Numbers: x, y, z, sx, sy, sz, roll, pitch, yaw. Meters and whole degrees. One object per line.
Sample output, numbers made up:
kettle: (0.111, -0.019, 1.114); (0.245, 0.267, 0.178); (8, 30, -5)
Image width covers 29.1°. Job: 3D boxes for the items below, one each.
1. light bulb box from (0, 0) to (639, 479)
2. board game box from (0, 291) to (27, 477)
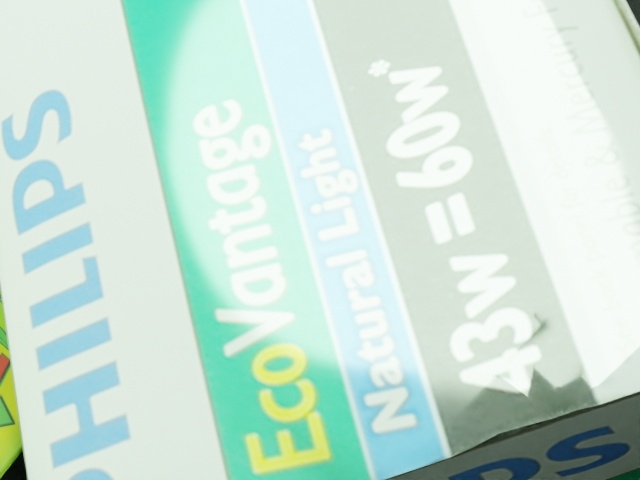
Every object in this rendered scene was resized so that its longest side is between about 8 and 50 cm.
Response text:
light bulb box: (0.040, -0.021, 0.553); (0.361, 0.225, 0.358); (45, 26, -60)
board game box: (-0.134, 0.039, 0.387); (0.092, 0.043, 0.181); (52, 12, -8)
